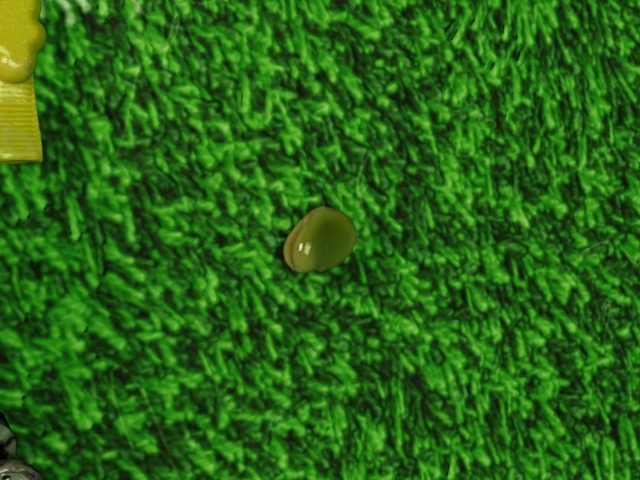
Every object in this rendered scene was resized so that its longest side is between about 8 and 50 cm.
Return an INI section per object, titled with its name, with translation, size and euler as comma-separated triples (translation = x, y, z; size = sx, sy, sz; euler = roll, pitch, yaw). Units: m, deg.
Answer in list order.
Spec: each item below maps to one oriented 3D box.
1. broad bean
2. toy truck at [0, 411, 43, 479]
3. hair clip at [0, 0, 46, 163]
[broad bean]
translation = 0.000, 0.000, 1.377
size = 0.083, 0.045, 0.063
euler = -28, 107, -31
[toy truck]
translation = -0.280, 0.254, 1.186
size = 0.363, 0.176, 0.178
euler = 34, 86, -24
[hair clip]
translation = -0.276, -0.153, 1.223
size = 0.072, 0.046, 0.173
euler = -3, 92, -31
